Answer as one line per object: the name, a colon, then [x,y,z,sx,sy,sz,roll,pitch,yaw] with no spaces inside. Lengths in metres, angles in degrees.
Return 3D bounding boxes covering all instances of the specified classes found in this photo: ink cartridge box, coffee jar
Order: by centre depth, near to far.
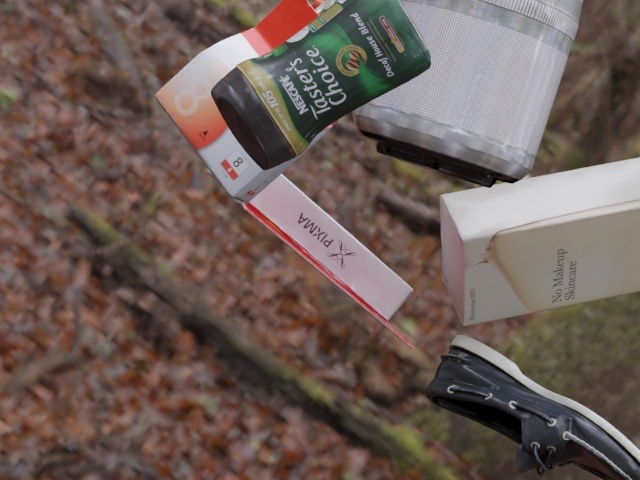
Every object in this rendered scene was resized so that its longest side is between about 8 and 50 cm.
coffee jar: [-0.001,-0.145,1.187,0.096,0.184,0.079,56,-1,-18]
ink cartridge box: [-0.056,-0.147,1.333,0.145,0.179,0.045,52,14,19]
ink cartridge box: [0.000,0.000,1.763,0.296,0.066,0.261,40,-1,-20]

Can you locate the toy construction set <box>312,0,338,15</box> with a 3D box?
toy construction set: [0.151,-0.322,2.105,0.328,0.215,0.151,25,-26,14]

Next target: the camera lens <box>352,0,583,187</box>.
camera lens: [0.173,-0.212,1.565,0.219,0.274,0.219,18,3,-1]

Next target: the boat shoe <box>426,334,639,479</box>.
boat shoe: [0.284,0.256,1.798,0.340,0.113,0.127,34,-18,26]

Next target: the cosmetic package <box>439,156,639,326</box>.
cosmetic package: [0.326,-0.001,1.832,0.113,0.310,0.160,-110,-170,-51]
